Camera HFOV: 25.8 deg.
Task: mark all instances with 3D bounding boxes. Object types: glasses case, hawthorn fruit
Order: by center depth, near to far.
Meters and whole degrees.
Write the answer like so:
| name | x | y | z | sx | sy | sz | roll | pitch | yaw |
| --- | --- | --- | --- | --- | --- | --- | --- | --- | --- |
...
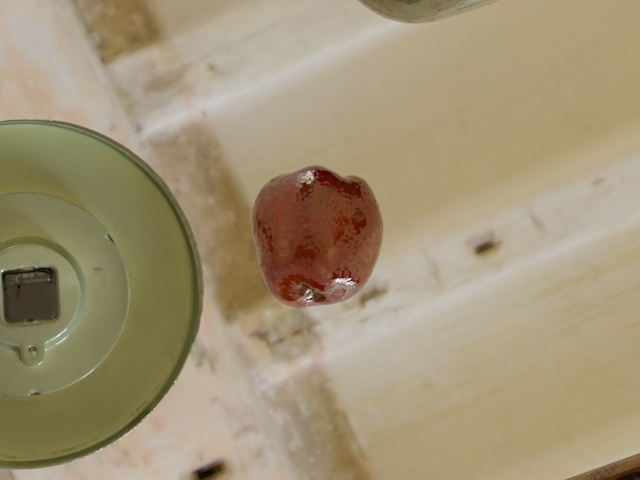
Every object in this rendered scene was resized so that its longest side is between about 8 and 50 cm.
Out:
| name | x | y | z | sx | sy | sz | roll | pitch | yaw |
| --- | --- | --- | --- | --- | --- | --- | --- | --- | --- |
| hawthorn fruit | 0.000 | 0.000 | 1.370 | 0.133 | 0.132 | 0.138 | 74 | 24 | -68 |
| glasses case | 0.314 | 0.276 | 1.498 | 0.064 | 0.170 | 0.041 | 47 | 42 | -15 |

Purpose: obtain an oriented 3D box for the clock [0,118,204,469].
| name | x | y | z | sx | sy | sz | roll | pitch | yaw |
| --- | --- | --- | --- | --- | --- | --- | --- | --- | --- |
| clock | -0.194 | 0.035 | 0.929 | 0.235 | 0.235 | 0.029 | 66 | -13 | -9 |

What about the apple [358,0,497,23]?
| name | x | y | z | sx | sy | sz | roll | pitch | yaw |
| --- | --- | --- | --- | --- | --- | --- | --- | --- | --- |
| apple | 0.117 | -0.345 | 1.378 | 0.257 | 0.256 | 0.234 | -129 | -161 | -75 |
